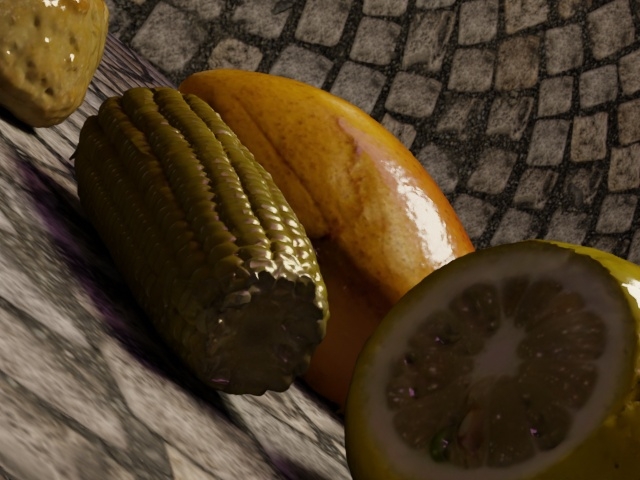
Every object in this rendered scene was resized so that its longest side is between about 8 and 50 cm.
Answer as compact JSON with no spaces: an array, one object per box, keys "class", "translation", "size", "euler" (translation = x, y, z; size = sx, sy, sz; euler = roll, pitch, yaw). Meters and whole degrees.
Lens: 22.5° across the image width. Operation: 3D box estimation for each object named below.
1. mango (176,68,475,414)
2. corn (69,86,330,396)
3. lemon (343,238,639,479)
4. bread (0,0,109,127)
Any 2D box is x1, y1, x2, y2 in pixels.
[{"class":"mango","translation":[0.000,0.000,1.340],"size":[0.350,0.199,0.201],"euler":[54,-37,7]},{"class":"corn","translation":[-0.086,-0.011,1.107],"size":[0.131,0.131,0.344],"euler":[39,5,-30]},{"class":"lemon","translation":[0.146,0.132,1.004],"size":[0.240,0.240,0.219],"euler":[46,-4,47]},{"class":"bread","translation":[-0.278,-0.209,1.355],"size":[0.244,0.134,0.244],"euler":[44,3,-3]}]
